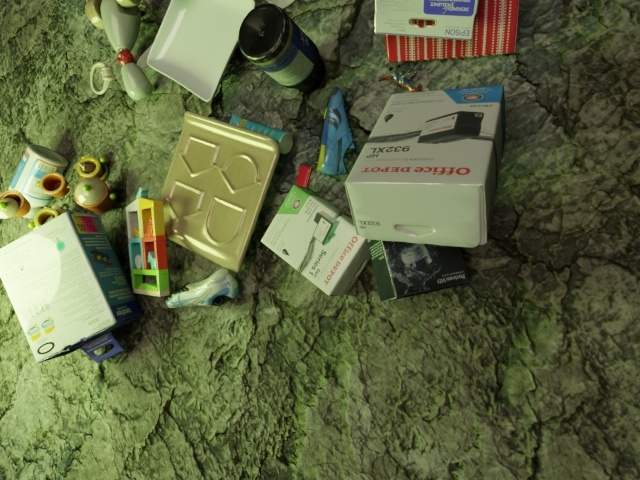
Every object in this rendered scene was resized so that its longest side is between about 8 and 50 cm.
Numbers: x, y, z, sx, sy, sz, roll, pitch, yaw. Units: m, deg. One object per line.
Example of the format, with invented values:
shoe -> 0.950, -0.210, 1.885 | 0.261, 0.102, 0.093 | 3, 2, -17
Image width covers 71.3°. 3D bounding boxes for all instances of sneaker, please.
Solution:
sneaker -> -0.312, 0.144, 1.159 | 0.237, 0.085, 0.086 | -21, 103, 30
sneaker -> 0.041, -0.250, 1.033 | 0.082, 0.069, 0.210 | 9, 80, -6

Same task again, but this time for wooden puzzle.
wooden puzzle -> -0.269, -0.129, 1.164 | 0.322, 0.080, 0.348 | 23, 100, 26

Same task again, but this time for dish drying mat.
dish drying mat -> -0.046, -0.141, 1.089 | 0.032, 0.008, 0.083 | 17, 94, 27

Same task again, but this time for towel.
towel -> 0.252, -0.469, 0.898 | 0.274, 0.031, 0.199 | 8, 130, 27

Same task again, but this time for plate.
plate -> -0.320, -0.547, 1.200 | 0.278, 0.045, 0.277 | 35, 104, 22

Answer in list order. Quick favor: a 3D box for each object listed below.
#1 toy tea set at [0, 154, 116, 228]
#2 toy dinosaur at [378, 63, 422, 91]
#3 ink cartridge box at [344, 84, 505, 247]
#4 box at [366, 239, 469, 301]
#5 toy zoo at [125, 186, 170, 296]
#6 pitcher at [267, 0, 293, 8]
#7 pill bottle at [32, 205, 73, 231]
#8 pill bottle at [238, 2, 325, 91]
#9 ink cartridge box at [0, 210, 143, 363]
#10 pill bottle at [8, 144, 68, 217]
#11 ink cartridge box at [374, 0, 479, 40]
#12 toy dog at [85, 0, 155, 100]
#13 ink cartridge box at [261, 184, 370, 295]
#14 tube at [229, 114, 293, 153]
toy tea set -> -0.777, -0.134, 1.311 | 0.336, 0.124, 0.200 | -29, 78, -13
toy dinosaur -> 0.186, -0.353, 0.988 | 0.090, 0.047, 0.082 | -38, 77, 54
ink cartridge box -> 0.202, -0.145, 0.808 | 0.223, 0.129, 0.307 | 5, 46, 25
box -> 0.185, 0.026, 0.876 | 0.155, 0.093, 0.158 | -10, 80, -13
toy zoo -> -0.477, 0.001, 1.220 | 0.192, 0.030, 0.294 | -2, 93, 47
pitcher -> -0.147, -0.704, 1.091 | 0.125, 0.177, 0.207 | -21, 78, 30
pill bottle -> -0.844, 0.005, 1.406 | 0.117, 0.117, 0.215 | 12, 91, 26
pill bottle -> -0.076, -0.421, 1.009 | 0.122, 0.219, 0.123 | -2, 85, 26
ink cartridge box -> -0.692, 0.156, 1.250 | 0.269, 0.151, 0.396 | -26, 85, 9
pill bottle -> -0.936, -0.191, 1.464 | 0.124, 0.124, 0.222 | 38, 102, 23
ink cartridge box -> 0.202, -0.499, 0.845 | 0.206, 0.045, 0.208 | 15, 137, 21
toy dog -> -0.555, -0.586, 1.322 | 0.220, 0.161, 0.334 | 9, 104, 24
ink cartridge box -> 0.000, 0.000, 1.007 | 0.219, 0.092, 0.160 | 36, 102, 24
tube -> -0.164, -0.267, 1.139 | 0.207, 0.052, 0.080 | 20, 88, 32
